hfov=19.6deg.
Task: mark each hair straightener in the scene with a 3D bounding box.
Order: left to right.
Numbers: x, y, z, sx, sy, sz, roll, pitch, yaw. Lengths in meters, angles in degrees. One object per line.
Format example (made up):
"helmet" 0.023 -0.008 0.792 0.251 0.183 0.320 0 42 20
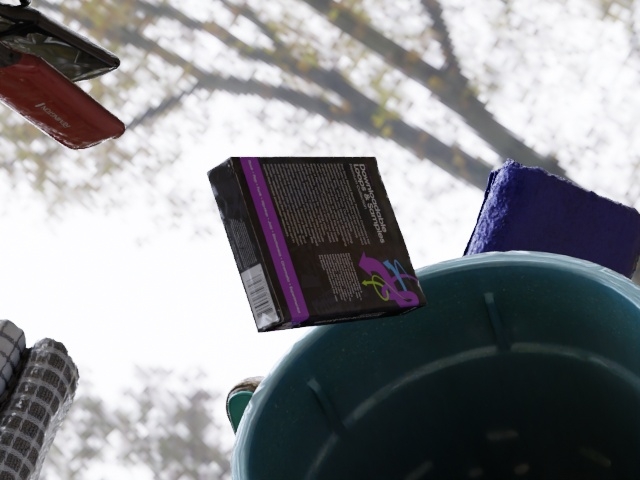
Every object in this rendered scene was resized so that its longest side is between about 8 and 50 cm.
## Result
"hair straightener" -0.176 -0.124 0.932 0.047 0.089 0.230 -17 -26 26

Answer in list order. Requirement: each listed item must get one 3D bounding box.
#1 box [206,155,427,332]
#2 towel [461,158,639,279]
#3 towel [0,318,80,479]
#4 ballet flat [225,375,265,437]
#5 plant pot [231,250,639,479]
"box" 0.000 0.000 1.257 0.029 0.116 0.162 -28 -15 37
"towel" 0.220 0.081 2.008 0.227 0.076 0.308 21 -87 -37
"towel" -0.329 0.234 1.722 0.284 0.121 0.235 124 168 -55
"ballet flat" -0.038 0.225 1.797 0.067 0.073 0.206 -39 -58 -62
"plant pot" 0.145 0.246 1.422 0.341 0.341 0.334 -35 -51 -17
